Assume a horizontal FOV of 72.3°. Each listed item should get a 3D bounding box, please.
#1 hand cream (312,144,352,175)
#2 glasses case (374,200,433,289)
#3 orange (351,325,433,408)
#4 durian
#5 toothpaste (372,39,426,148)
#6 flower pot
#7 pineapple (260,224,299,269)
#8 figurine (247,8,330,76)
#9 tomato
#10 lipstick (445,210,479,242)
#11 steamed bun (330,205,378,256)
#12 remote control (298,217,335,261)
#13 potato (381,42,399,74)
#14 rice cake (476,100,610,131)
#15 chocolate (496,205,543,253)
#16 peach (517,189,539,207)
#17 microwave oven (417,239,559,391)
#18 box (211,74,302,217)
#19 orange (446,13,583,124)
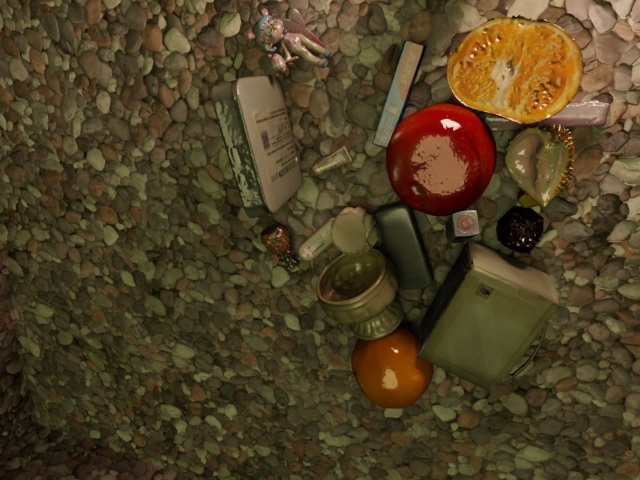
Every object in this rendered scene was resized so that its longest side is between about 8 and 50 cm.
[{"bbox_3d":[0.036,-0.275,1.535,0.143,0.039,0.061,-25,97,15],"label":"hand cream"},{"bbox_3d":[0.300,0.022,1.557,0.131,0.074,0.323,-15,107,21],"label":"glasses case"},{"bbox_3d":[0.265,0.465,1.635,0.312,0.312,0.312,6,114,14],"label":"orange"},{"bbox_3d":[0.660,-0.247,1.300,0.138,0.183,0.250,-32,125,-15],"label":"durian"},{"bbox_3d":[0.244,-0.450,1.371,0.066,0.076,0.321,21,116,10],"label":"toothpaste"},{"bbox_3d":[0.152,0.202,1.569,0.307,0.307,0.244,-18,122,22],"label":"flower pot"},{"bbox_3d":[-0.151,0.035,1.688,0.108,0.108,0.198,-17,118,22],"label":"pineapple"},{"bbox_3d":[-0.102,-0.604,1.385,0.260,0.103,0.205,26,92,0],"label":"figurine"},{"bbox_3d":[0.363,-0.242,1.314,0.289,0.293,0.325,-17,99,39],"label":"tomato"},{"bbox_3d":[0.440,-0.038,1.375,0.077,0.289,0.076,-8,85,11],"label":"lipstick"},{"bbox_3d":[0.126,-0.032,1.543,0.182,0.106,0.183,13,112,33],"label":"steamed bun"},{"bbox_3d":[0.000,0.000,1.654,0.078,0.042,0.221,46,115,-5],"label":"remote control"},{"bbox_3d":[0.219,-0.558,1.361,0.037,0.036,0.093,26,102,45],"label":"potato"},{"bbox_3d":[0.651,-0.366,1.300,0.364,0.056,0.073,1,111,16],"label":"rice cake"},{"bbox_3d":[0.649,-0.015,1.409,0.156,0.133,0.156,6,115,12],"label":"chocolate"},{"bbox_3d":[0.671,-0.145,1.390,0.083,0.050,0.077,-24,127,33],"label":"peach"},{"bbox_3d":[0.552,0.250,1.485,0.333,0.247,0.394,26,117,6],"label":"microwave oven"},{"bbox_3d":[-0.180,-0.304,1.381,0.111,0.396,0.397,-7,109,17],"label":"box"},{"bbox_3d":[0.531,-0.455,1.191,0.310,0.274,0.274,33,130,53],"label":"orange"}]
